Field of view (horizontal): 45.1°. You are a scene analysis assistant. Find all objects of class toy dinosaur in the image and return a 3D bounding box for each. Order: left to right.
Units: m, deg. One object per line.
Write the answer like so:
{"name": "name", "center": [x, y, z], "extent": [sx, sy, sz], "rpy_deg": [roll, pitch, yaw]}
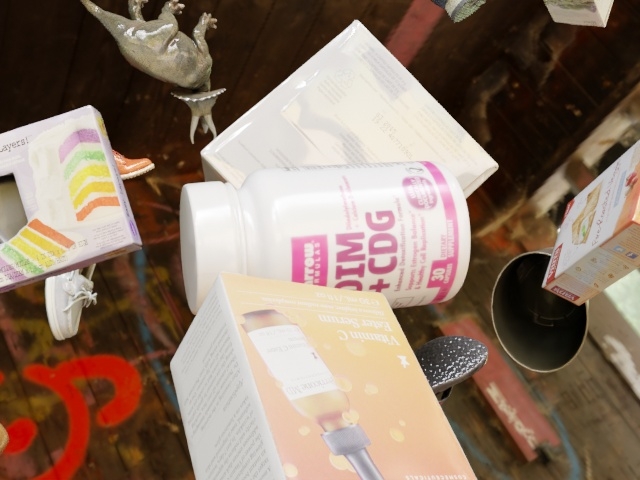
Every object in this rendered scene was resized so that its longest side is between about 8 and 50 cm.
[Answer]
{"name": "toy dinosaur", "center": [-0.255, -0.315, 1.264], "extent": [0.121, 0.160, 0.313], "rpy_deg": [-25, -44, 30]}

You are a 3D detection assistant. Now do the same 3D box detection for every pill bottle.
{"name": "pill bottle", "center": [0.000, 0.000, 0.821], "extent": [0.283, 0.160, 0.160], "rpy_deg": [-5, -32, -16]}

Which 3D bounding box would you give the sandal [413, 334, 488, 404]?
{"name": "sandal", "center": [0.112, 0.167, 0.873], "extent": [0.179, 0.067, 0.040], "rpy_deg": [-32, -51, -16]}

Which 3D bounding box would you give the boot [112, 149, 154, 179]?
{"name": "boot", "center": [-0.436, -0.168, 1.640], "extent": [0.158, 0.085, 0.059], "rpy_deg": [-10, 10, -14]}

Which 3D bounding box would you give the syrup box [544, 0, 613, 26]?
{"name": "syrup box", "center": [0.427, -0.448, 1.292], "extent": [0.237, 0.093, 0.096], "rpy_deg": [15, -88, -61]}

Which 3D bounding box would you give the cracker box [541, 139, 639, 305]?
{"name": "cracker box", "center": [0.394, -0.026, 1.032], "extent": [0.232, 0.067, 0.156], "rpy_deg": [116, 180, -63]}

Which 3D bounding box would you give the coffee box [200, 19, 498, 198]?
{"name": "coffee box", "center": [0.030, -0.106, 1.353], "extent": [0.338, 0.337, 0.334], "rpy_deg": [-43, 0, -10]}

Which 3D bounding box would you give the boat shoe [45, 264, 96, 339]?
{"name": "boat shoe", "center": [-0.506, 0.053, 1.629], "extent": [0.103, 0.320, 0.118], "rpy_deg": [4, -24, -1]}

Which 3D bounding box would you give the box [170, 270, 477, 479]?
{"name": "box", "center": [-0.003, 0.115, 0.469], "extent": [0.130, 0.170, 0.091], "rpy_deg": [10, -53, -32]}

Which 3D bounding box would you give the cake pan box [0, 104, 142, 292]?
{"name": "cake pan box", "center": [-0.456, -0.065, 1.264], "extent": [0.267, 0.246, 0.070], "rpy_deg": [-17, -7, 0]}

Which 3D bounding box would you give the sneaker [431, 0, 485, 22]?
{"name": "sneaker", "center": [0.244, -0.448, 1.004], "extent": [0.319, 0.131, 0.112], "rpy_deg": [-47, -10, 15]}

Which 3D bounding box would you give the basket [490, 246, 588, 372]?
{"name": "basket", "center": [0.399, 0.098, 1.355], "extent": [0.154, 0.204, 0.227], "rpy_deg": [-3, 9, 24]}

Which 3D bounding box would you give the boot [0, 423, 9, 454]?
{"name": "boot", "center": [-0.327, 0.106, 0.546], "extent": [0.096, 0.264, 0.280], "rpy_deg": [-35, 17, 1]}
